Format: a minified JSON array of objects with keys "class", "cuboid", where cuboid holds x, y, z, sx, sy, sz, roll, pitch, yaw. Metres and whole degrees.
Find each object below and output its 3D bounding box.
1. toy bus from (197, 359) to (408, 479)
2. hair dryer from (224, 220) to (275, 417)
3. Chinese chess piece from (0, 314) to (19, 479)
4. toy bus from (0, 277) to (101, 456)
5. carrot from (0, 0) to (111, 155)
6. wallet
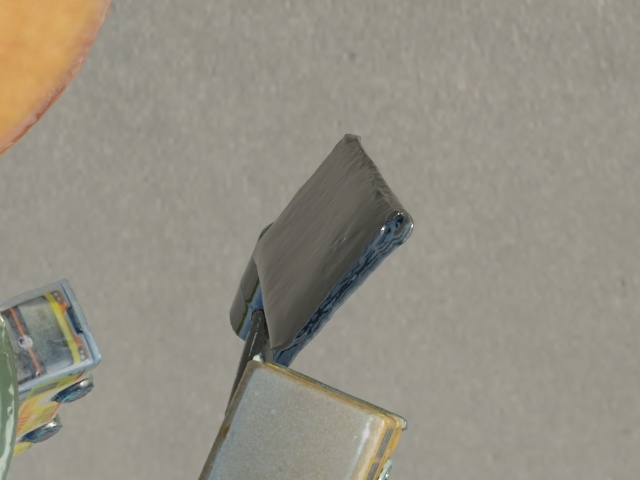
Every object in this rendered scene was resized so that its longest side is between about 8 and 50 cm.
[{"class":"toy bus","cuboid":[-0.029,0.160,0.931,0.091,0.182,0.103,23,176,10]},{"class":"hair dryer","cuboid":[-0.053,0.092,1.630,0.071,0.219,0.124,19,139,-3]},{"class":"Chinese chess piece","cuboid":[-0.283,0.094,0.967,0.101,0.250,0.250,11,159,48]},{"class":"toy bus","cuboid":[-0.264,0.119,1.501,0.106,0.092,0.268,-19,167,-29]},{"class":"carrot","cuboid":[-0.232,-0.109,0.786,0.307,0.100,0.258,-22,132,-2]},{"class":"wallet","cuboid":[0.001,0.000,1.388,0.030,0.285,0.146,35,99,-14]}]
